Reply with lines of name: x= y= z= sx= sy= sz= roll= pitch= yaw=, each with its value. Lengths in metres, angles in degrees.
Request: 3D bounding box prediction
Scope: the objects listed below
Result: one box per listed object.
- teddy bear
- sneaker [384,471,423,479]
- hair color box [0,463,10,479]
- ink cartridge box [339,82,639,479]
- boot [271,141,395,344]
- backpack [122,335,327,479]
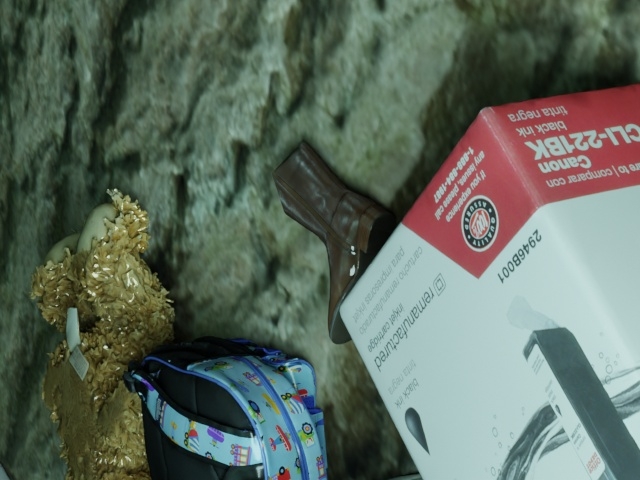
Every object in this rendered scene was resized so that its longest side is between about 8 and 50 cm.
teddy bear: x=-0.161 y=0.125 z=1.370 sx=0.245 sy=0.113 sz=0.338 roll=-51 pitch=49 yaw=43
sneaker: x=0.037 y=0.227 z=0.990 sx=0.295 sy=0.178 sz=0.123 roll=-1 pitch=99 yaw=59
hair color box: x=-0.375 y=0.360 z=1.704 sx=0.347 sy=0.174 sz=0.105 roll=49 pitch=139 yaw=40
ink cartridge box: x=0.144 y=0.089 z=0.835 sx=0.272 sy=0.114 sz=0.197 roll=62 pitch=144 yaw=24
boot: x=0.000 y=0.000 z=1.112 sx=0.114 sy=0.037 sz=0.106 roll=38 pitch=118 yaw=43
backpack: x=-0.053 y=0.153 z=1.170 sx=0.173 sy=0.117 sz=0.158 roll=7 pitch=105 yaw=58
